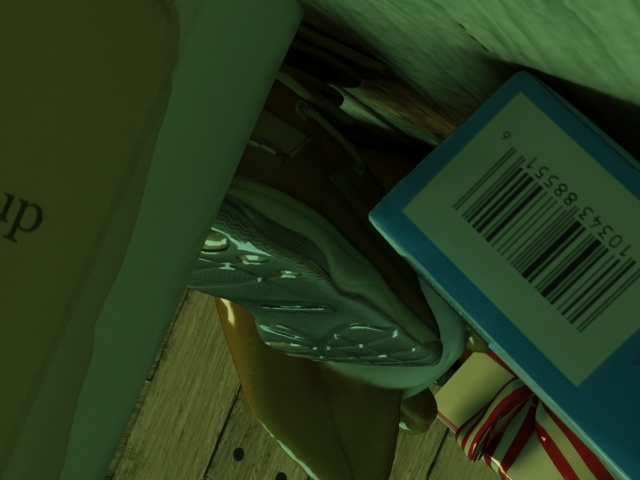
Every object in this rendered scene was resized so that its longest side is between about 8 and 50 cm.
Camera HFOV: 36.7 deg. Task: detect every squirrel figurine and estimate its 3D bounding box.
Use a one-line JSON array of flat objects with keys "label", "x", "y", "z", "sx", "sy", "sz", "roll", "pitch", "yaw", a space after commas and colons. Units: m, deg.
[{"label": "squirrel figurine", "x": 0.000, "y": 0.000, "z": 0.926, "sx": 0.397, "sy": 0.281, "sz": 0.370, "roll": 36, "pitch": -172, "yaw": -6}]

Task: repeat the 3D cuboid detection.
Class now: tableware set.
[{"label": "tableware set", "x": -0.068, "y": -0.116, "z": 0.554, "sx": 0.194, "sy": 0.039, "sz": 0.128, "roll": 22, "pitch": 179, "yaw": -18}]

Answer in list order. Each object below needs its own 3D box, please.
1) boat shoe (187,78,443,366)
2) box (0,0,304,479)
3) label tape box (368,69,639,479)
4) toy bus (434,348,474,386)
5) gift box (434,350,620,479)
[{"label": "boat shoe", "x": 0.009, "y": 0.003, "z": 0.602, "sx": 0.123, "sy": 0.116, "sz": 0.324, "roll": 2, "pitch": 160, "yaw": 19}, {"label": "box", "x": -0.136, "y": 0.001, "z": 0.396, "sx": 0.148, "sy": 0.311, "sz": 0.121, "roll": 21, "pitch": 176, "yaw": 10}, {"label": "label tape box", "x": 0.174, "y": 0.059, "z": 0.556, "sx": 0.240, "sy": 0.106, "sz": 0.334, "roll": 46, "pitch": -175, "yaw": 16}, {"label": "toy bus", "x": 0.149, "y": 0.072, "z": 1.191, "sx": 0.220, "sy": 0.149, "sz": 0.211, "roll": 33, "pitch": -170, "yaw": 21}, {"label": "gift box", "x": 0.295, "y": 0.174, "z": 0.919, "sx": 0.258, "sy": 0.255, "sz": 0.276, "roll": 44, "pitch": 172, "yaw": -30}]
